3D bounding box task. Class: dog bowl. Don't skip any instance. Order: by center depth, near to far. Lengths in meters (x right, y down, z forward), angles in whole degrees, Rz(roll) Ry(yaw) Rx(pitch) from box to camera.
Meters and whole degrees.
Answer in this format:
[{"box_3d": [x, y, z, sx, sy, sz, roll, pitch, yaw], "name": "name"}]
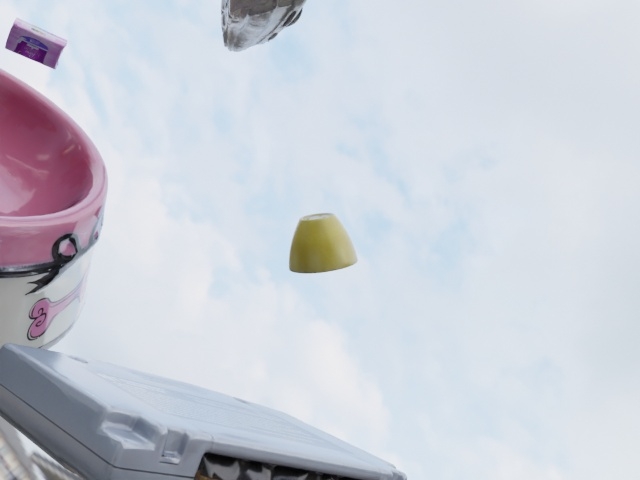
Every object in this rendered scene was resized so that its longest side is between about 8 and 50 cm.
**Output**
[{"box_3d": [-0.393, -0.066, 0.691, 0.408, 0.408, 0.150, 40, -67, 12], "name": "dog bowl"}]

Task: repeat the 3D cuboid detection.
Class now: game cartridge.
[{"box_3d": [-0.083, 0.149, 0.535, 0.198, 0.062, 0.297, 7, -15, 43], "name": "game cartridge"}]

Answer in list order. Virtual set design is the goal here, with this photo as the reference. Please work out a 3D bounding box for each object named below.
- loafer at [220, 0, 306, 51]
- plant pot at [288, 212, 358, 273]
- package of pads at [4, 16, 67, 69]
[{"box_3d": [-0.081, -0.324, 0.998, 0.319, 0.111, 0.112, -134, -136, -75], "name": "loafer"}, {"box_3d": [0.000, 0.000, 1.364, 0.134, 0.134, 0.095, 4, -74, 43], "name": "plant pot"}, {"box_3d": [-0.448, -0.309, 1.126, 0.083, 0.032, 0.050, 21, -58, -27], "name": "package of pads"}]
